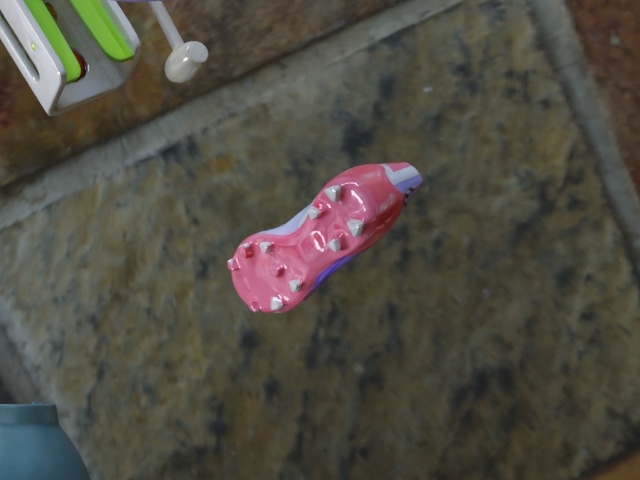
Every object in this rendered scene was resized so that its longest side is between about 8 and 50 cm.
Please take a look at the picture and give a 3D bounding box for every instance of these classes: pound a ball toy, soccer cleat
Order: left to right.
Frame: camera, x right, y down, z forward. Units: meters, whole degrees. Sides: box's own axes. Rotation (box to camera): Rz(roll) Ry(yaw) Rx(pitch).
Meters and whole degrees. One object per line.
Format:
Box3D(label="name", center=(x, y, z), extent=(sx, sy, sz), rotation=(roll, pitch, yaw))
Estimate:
Box3D(label="pound a ball toy", center=(-0.320, -0.301, 1.581), extent=(0.208, 0.136, 0.319), rotation=(-29, 82, -33))
Box3D(label="soccer cleat", center=(0.000, 0.000, 1.129), extent=(0.095, 0.248, 0.083), rotation=(-24, 81, -38))

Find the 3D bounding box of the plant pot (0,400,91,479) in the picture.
Box3D(label="plant pot", center=(-0.394, 0.285, 1.406), extent=(0.293, 0.293, 0.196), rotation=(1, 82, -10))
